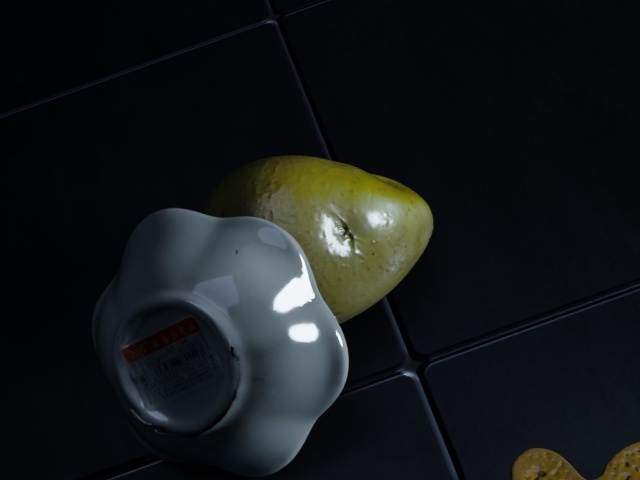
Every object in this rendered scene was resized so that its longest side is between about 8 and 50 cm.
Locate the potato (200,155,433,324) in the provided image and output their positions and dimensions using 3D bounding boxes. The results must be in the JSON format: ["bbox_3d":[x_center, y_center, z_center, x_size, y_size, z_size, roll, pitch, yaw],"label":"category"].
[{"bbox_3d":[0.000,0.000,0.942,0.194,0.157,0.157,-14,45,-27],"label":"potato"}]

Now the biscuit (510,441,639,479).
[{"bbox_3d":[0.172,0.221,0.779,0.240,0.035,0.158,-26,52,-5],"label":"biscuit"}]

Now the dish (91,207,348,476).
[{"bbox_3d":[-0.097,0.088,0.852,0.230,0.229,0.081,8,12,22],"label":"dish"}]
